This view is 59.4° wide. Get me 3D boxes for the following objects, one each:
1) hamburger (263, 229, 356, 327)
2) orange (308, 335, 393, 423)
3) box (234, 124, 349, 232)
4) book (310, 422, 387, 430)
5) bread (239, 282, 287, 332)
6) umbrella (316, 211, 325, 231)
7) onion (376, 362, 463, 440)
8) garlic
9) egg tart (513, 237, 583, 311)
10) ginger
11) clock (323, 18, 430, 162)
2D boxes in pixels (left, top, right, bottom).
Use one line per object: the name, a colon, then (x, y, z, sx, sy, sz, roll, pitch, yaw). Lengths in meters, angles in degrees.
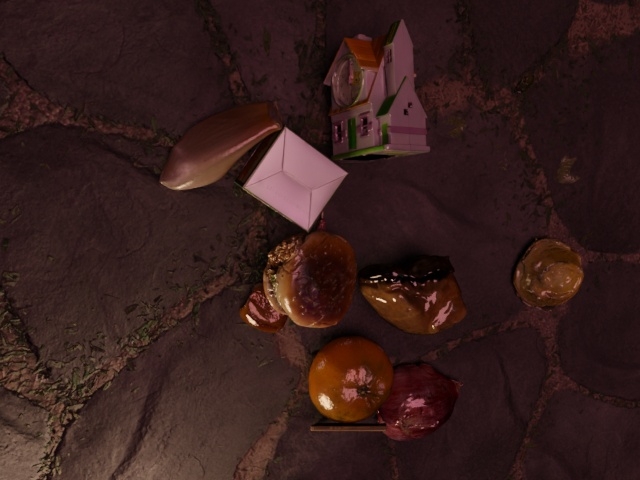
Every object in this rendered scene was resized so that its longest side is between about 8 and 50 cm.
hamburger: (-0.019, 0.086, 1.397, 0.243, 0.146, 0.285, -40, 123, -21)
orange: (0.084, 0.375, 1.503, 0.240, 0.171, 0.239, -4, 105, -16)
box: (-0.073, -0.152, 1.352, 0.195, 0.148, 0.177, 34, 92, -21)
book: (0.081, 0.504, 1.520, 0.199, 0.138, 0.016, -2, 75, 7)
bread: (-0.138, 0.178, 1.462, 0.129, 0.044, 0.126, 24, 93, -17)
umbrella: (0.000, 0.000, 1.474, 0.027, 0.025, 0.165, -10, 109, -46)
onion: (0.302, 0.469, 1.619, 0.284, 0.120, 0.226, -14, 110, -14)
garlic: (-0.225, -0.222, 1.292, 0.318, 0.143, 0.112, -32, 139, 12)
egg tart: (0.695, 0.107, 1.675, 0.232, 0.098, 0.252, -35, 113, -3)
ginger: (0.239, 0.150, 1.484, 0.270, 0.200, 0.222, -15, 101, -17)
clock: (0.122, -0.349, 1.331, 0.166, 0.235, 0.309, -2, 91, -33)
